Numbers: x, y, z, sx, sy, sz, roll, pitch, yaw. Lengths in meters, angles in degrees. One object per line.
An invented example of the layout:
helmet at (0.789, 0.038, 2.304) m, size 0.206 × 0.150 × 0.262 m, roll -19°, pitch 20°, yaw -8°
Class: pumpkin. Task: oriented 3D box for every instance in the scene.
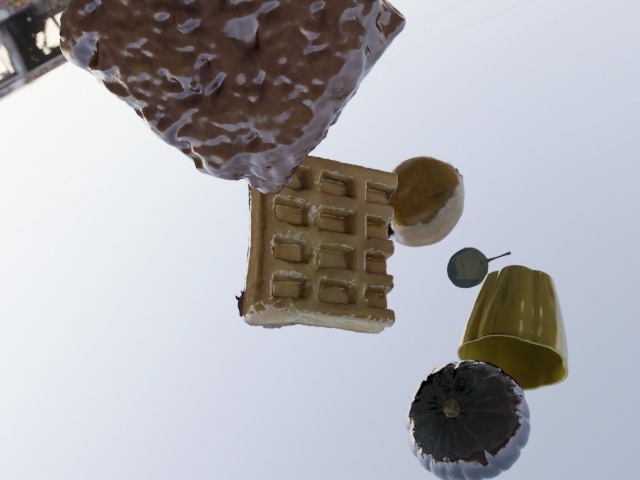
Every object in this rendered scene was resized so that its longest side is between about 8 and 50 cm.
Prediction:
pumpkin at (0.225, 0.277, 1.100) m, size 0.194 × 0.150 × 0.194 m, roll -39°, pitch -149°, yaw 30°

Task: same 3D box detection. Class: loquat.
loquat at (0.216, -0.085, 1.602) m, size 0.234 × 0.176 × 0.187 m, roll -48°, pitch -122°, yaw -1°

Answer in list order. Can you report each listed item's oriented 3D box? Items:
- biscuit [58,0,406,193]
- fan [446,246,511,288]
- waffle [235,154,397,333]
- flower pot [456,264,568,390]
biscuit at (-0.131, -0.281, 0.959) m, size 0.342 × 0.395 × 0.166 m, roll -51°, pitch -174°, yaw 21°
fan at (0.411, 0.061, 1.856) m, size 0.175 × 0.005 × 0.113 m, roll -21°, pitch -118°, yaw 22°
waffle at (0.000, 0.000, 1.356) m, size 0.077 × 0.304 × 0.348 m, roll 146°, pitch -51°, yaw -59°
flower pot at (0.359, 0.153, 1.309) m, size 0.195 × 0.195 × 0.179 m, roll -7°, pitch -133°, yaw 32°
